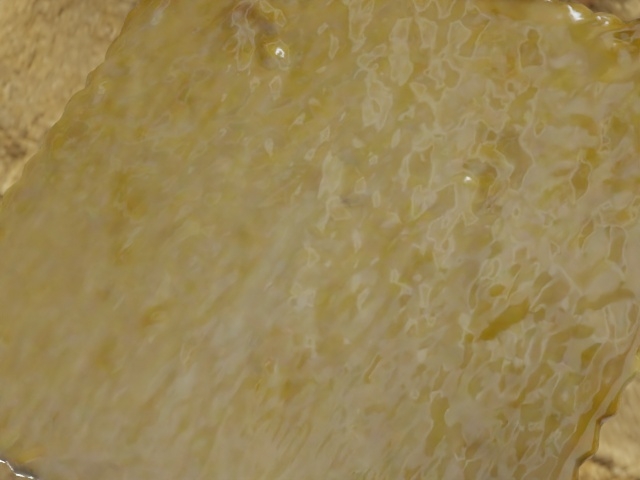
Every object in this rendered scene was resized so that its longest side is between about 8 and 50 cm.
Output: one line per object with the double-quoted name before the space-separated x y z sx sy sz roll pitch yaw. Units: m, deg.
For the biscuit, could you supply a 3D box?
"biscuit" 0.000 0.000 0.561 0.232 0.013 0.237 27 -106 24
